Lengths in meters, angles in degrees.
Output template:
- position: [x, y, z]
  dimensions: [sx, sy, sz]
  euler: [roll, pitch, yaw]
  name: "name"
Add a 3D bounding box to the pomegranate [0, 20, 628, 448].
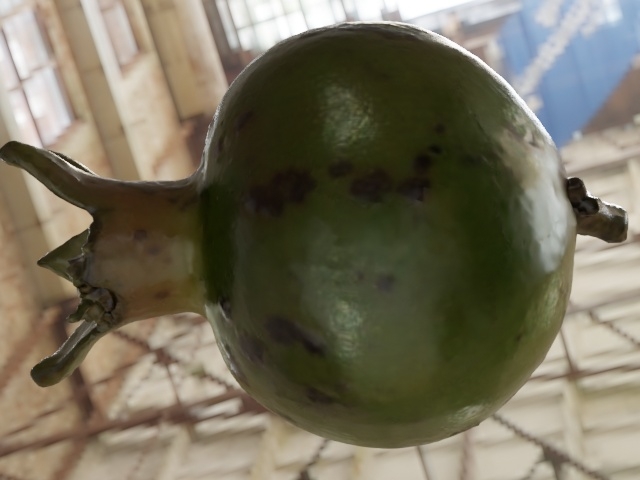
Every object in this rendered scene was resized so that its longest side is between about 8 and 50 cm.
- position: [-0.007, 0.000, 0.695]
  dimensions: [0.220, 0.156, 0.156]
  euler: [-4, -161, 23]
  name: "pomegranate"
